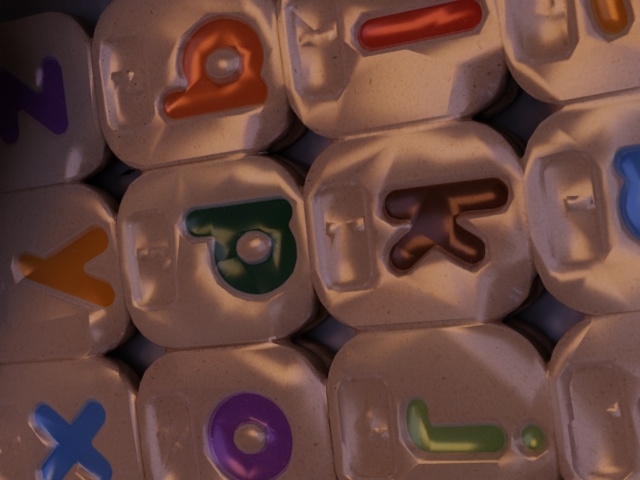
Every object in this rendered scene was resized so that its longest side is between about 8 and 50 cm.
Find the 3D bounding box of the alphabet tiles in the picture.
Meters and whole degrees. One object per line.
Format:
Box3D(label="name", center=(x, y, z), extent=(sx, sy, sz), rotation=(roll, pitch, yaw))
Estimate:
Box3D(label="alphabet tiles", center=(0.000, 0.000, 0.439), extent=(0.278, 0.021, 0.284), rotation=(-8, 89, 30))
